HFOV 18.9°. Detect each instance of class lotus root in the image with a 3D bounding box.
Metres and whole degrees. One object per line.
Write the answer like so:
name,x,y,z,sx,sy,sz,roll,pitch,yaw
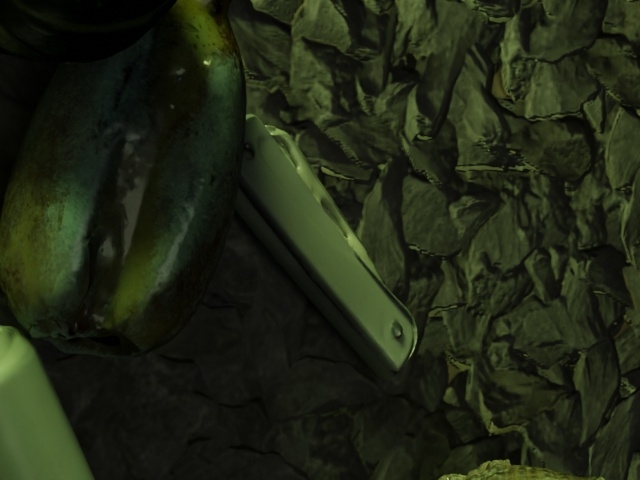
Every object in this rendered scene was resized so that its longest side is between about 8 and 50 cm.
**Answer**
lotus root,-0.130,-0.073,1.368,0.158,0.140,0.322,19,75,-13

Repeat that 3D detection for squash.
squash,-0.182,-0.216,1.258,0.172,0.218,0.218,-30,114,-55

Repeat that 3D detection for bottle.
bottle,-0.224,0.142,1.337,0.104,0.104,0.245,-33,114,-29

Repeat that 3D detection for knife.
knife,-0.001,0.003,1.524,0.265,0.040,0.073,53,56,-28

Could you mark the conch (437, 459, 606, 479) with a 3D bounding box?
conch,0.165,0.254,1.591,0.178,0.245,0.163,33,37,-59
